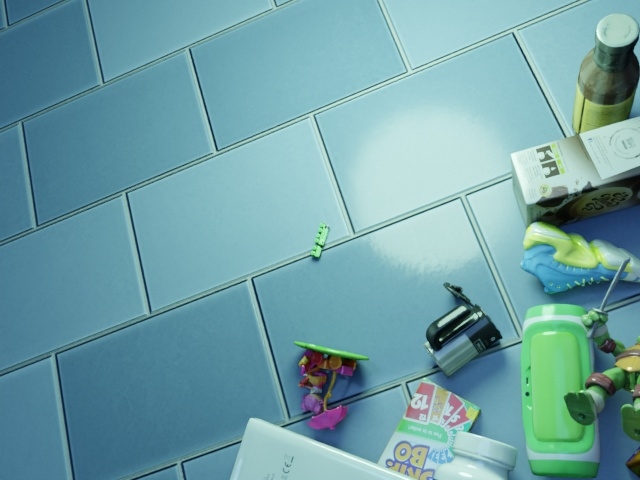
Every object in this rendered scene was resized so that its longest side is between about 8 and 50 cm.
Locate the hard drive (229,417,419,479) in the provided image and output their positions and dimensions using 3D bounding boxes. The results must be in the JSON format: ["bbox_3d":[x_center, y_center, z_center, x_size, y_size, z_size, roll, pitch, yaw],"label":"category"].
[{"bbox_3d":[-0.012,0.507,1.398,0.353,0.047,0.233,15,83,23],"label":"hard drive"}]

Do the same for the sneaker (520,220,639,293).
[{"bbox_3d":[0.500,0.054,1.428,0.240,0.091,0.126,23,112,9],"label":"sneaker"}]

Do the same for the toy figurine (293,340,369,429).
[{"bbox_3d":[0.001,0.293,1.469,0.173,0.130,0.159,6,81,41],"label":"toy figurine"}]

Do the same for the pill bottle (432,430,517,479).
[{"bbox_3d":[0.259,0.483,1.289,0.152,0.152,0.272,13,75,20],"label":"pill bottle"}]

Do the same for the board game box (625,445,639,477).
[{"bbox_3d":[0.733,0.323,1.095,0.356,0.356,0.356,-47,65,-3],"label":"board game box"}]

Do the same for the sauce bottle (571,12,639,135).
[{"bbox_3d":[0.540,-0.293,1.387,0.111,0.344,0.111,-4,70,12],"label":"sauce bottle"}]

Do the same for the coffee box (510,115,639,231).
[{"bbox_3d":[0.531,-0.127,1.425,0.297,0.168,0.119,-16,67,11],"label":"coffee box"}]

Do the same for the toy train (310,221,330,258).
[{"bbox_3d":[0.000,0.000,1.617,0.023,0.017,0.083,15,75,11],"label":"toy train"}]

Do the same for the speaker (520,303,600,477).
[{"bbox_3d":[0.432,0.271,1.331,0.131,0.131,0.296,-2,70,16],"label":"speaker"}]

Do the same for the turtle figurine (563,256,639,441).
[{"bbox_3d":[0.524,0.181,1.221,0.198,0.275,0.266,37,48,15],"label":"turtle figurine"}]

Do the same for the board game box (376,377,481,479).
[{"bbox_3d":[0.191,0.406,1.404,0.124,0.039,0.259,26,82,24],"label":"board game box"}]

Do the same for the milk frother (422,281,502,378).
[{"bbox_3d":[0.256,0.169,1.447,0.135,0.129,0.143,-36,22,1],"label":"milk frother"}]
